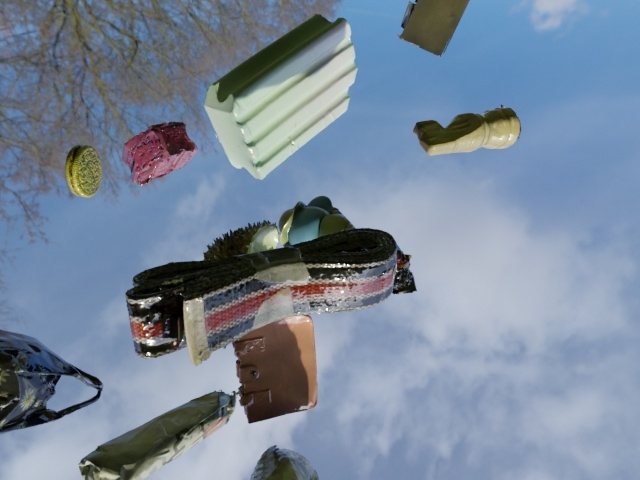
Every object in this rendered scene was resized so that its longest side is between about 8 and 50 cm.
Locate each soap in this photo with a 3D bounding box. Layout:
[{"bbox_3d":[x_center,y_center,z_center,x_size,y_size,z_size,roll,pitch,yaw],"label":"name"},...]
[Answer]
[{"bbox_3d":[-0.061,-0.268,0.899,0.095,0.173,0.289,31,-116,36],"label":"soap"},{"bbox_3d":[-0.417,-0.227,1.272,0.162,0.099,0.250,-25,-173,-25],"label":"soap"}]

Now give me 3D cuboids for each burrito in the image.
[{"bbox_3d":[-0.364,0.483,1.233,0.139,0.101,0.445,8,-160,45],"label":"burrito"}]

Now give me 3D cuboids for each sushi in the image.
[{"bbox_3d":[0.225,0.082,1.638,0.172,0.150,0.153,-4,-160,-9],"label":"sushi"}]

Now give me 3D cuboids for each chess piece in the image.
[{"bbox_3d":[0.411,-0.305,1.393,0.301,0.137,0.137,-13,-134,-21],"label":"chess piece"}]

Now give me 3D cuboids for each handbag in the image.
[{"bbox_3d":[-0.088,0.240,0.946,0.157,0.212,0.059,-8,-165,-17],"label":"handbag"},{"bbox_3d":[-0.262,0.130,0.447,0.115,0.139,0.072,14,-102,33],"label":"handbag"}]

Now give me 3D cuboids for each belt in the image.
[{"bbox_3d":[-0.058,0.058,0.626,0.359,0.094,0.126,-11,-157,-25],"label":"belt"}]

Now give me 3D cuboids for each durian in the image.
[{"bbox_3d":[-0.178,0.036,1.124,0.144,0.139,0.252,-13,-166,20],"label":"durian"}]

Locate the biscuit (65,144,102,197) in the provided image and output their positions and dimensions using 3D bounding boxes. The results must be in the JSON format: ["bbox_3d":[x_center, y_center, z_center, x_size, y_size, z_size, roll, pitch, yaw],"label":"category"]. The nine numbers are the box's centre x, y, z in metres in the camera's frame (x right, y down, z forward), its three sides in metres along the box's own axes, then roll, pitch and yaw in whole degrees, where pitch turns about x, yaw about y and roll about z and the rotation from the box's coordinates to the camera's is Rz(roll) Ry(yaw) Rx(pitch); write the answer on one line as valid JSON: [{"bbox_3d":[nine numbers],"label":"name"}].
[{"bbox_3d":[-0.378,-0.111,0.780,0.023,0.084,0.084,5,-135,1],"label":"biscuit"}]

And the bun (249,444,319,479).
[{"bbox_3d":[-0.076,0.499,0.863,0.141,0.239,0.239,23,-134,-4],"label":"bun"}]

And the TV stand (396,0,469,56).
[{"bbox_3d":[0.145,-0.302,0.436,0.049,0.256,0.040,18,-150,-10],"label":"TV stand"}]

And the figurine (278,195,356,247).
[{"bbox_3d":[-0.001,-0.003,1.248,0.154,0.180,0.262,1,-149,-48],"label":"figurine"}]
